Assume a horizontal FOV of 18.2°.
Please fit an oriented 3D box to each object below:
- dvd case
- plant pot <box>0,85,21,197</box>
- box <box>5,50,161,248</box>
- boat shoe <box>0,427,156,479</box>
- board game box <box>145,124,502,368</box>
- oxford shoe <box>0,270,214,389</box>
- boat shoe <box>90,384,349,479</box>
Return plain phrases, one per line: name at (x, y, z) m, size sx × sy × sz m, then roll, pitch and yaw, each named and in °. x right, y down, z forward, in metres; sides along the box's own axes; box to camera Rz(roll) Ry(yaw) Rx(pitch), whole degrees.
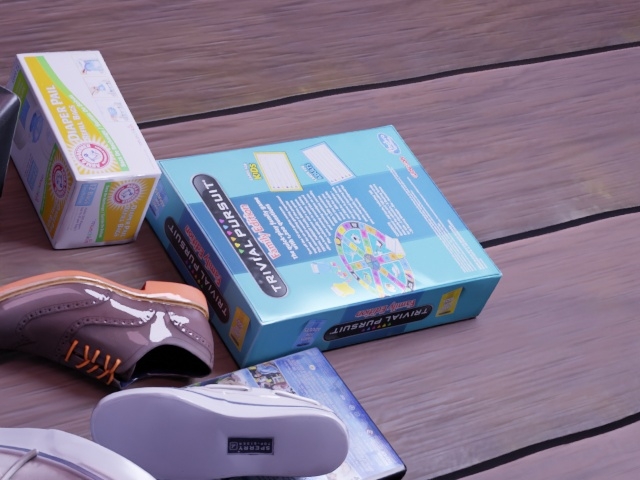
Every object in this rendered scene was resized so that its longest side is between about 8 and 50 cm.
dvd case at (-0.055, 0.209, 2.069) m, size 0.253 × 0.022 × 0.180 m, roll -14°, pitch 55°, yaw -37°
plant pot at (-0.444, -0.083, 2.075) m, size 0.188 × 0.187 × 0.167 m, roll 28°, pitch 52°, yaw 3°
box at (-0.271, -0.103, 2.222) m, size 0.103 × 0.114 × 0.203 m, roll -6°, pitch 51°, yaw -31°
boat shoe at (-0.326, 0.245, 1.792) m, size 0.367 × 0.136 × 0.156 m, roll 15°, pitch 47°, yaw 6°
board game box at (0.000, 0.000, 2.274) m, size 0.336 × 0.079 × 0.254 m, roll -11°, pitch 52°, yaw -34°
oxford shoe at (-0.232, 0.097, 2.047) m, size 0.271 × 0.097 × 0.098 m, roll 1°, pitch 52°, yaw -26°
boat shoe at (-0.102, 0.189, 1.995) m, size 0.258 × 0.095 × 0.084 m, roll 10°, pitch 12°, yaw -10°
